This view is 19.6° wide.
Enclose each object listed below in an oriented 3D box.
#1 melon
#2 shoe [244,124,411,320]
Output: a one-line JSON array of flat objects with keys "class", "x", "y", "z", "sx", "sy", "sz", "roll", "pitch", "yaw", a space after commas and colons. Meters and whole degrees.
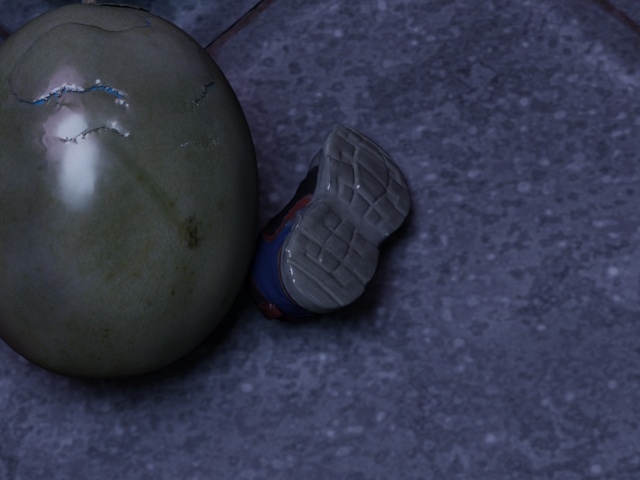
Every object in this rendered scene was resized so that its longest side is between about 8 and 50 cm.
[{"class": "melon", "x": -0.187, "y": -0.049, "z": 1.591, "sx": 0.268, "sy": 0.268, "sz": 0.330, "roll": -5, "pitch": 92, "yaw": 8}, {"class": "shoe", "x": -0.001, "y": 0.000, "z": 1.655, "sx": 0.099, "sy": 0.125, "sz": 0.227, "roll": 37, "pitch": 42, "yaw": -10}]
